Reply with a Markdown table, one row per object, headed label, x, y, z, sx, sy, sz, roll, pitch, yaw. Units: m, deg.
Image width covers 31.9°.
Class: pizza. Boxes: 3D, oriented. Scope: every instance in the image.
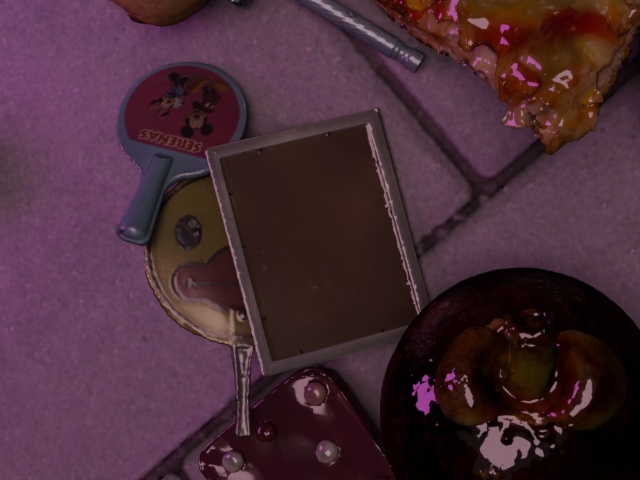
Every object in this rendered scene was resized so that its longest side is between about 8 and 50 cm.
| label | x | y | z | sx | sy | sz | roll | pitch | yaw |
| --- | --- | --- | --- | --- | --- | --- | --- | --- | --- |
| pizza | 0.230 | -0.273 | 1.124 | 0.439 | 0.130 | 0.406 | -19 | 50 | 20 |

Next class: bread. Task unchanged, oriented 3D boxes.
| label | x | y | z | sx | sy | sz | roll | pitch | yaw |
| --- | --- | --- | --- | --- | --- | --- | --- | --- | --- |
| bread | -0.124 | 0.038 | 1.330 | 0.074 | 0.053 | 0.132 | -33 | 85 | 5 |

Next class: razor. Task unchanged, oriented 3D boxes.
| label | x | y | z | sx | sy | sz | roll | pitch | yaw |
| --- | --- | --- | --- | --- | --- | --- | --- | --- | --- |
| razor | 0.018 | -0.266 | 1.296 | 0.232 | 0.068 | 0.106 | 31 | 97 | 4 |

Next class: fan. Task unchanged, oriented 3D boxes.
| label | x | y | z | sx | sy | sz | roll | pitch | yaw |
| --- | --- | --- | --- | --- | --- | --- | --- | --- | --- |
| fan | -0.088 | 0.056 | 1.291 | 0.229 | 0.011 | 0.335 | -1 | 80 | -6 |

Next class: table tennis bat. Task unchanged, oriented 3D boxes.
| label | x | y | z | sx | sy | sz | roll | pitch | yaw |
| --- | --- | --- | --- | --- | --- | --- | --- | --- | --- |
| table tennis bat | -0.176 | -0.104 | 1.302 | 0.153 | 0.040 | 0.244 | 16 | 67 | 9 |

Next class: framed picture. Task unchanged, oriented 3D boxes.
| label | x | y | z | sx | sy | sz | roll | pitch | yaw |
| --- | --- | --- | --- | --- | --- | --- | --- | --- | --- |
| framed picture | 0.000 | 0.000 | 1.288 | 0.217 | 0.017 | 0.274 | -12 | 87 | -11 |

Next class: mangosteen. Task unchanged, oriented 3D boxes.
| label | x | y | z | sx | sy | sz | roll | pitch | yaw |
| --- | --- | --- | --- | --- | --- | --- | --- | --- | --- |
| mangosteen | 0.213 | 0.171 | 1.151 | 0.297 | 0.293 | 0.297 | 4 | 82 | -28 |

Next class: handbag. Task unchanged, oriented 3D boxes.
| label | x | y | z | sx | sy | sz | roll | pitch | yaw |
| --- | --- | --- | --- | --- | --- | --- | --- | --- | --- |
| handbag | -0.016 | 0.276 | 1.282 | 0.203 | 0.074 | 0.216 | -39 | 70 | 12 |

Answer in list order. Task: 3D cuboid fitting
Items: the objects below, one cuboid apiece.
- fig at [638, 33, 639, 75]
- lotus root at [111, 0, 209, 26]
| label | x | y | z | sx | sy | sz | roll | pitch | yaw |
| --- | --- | --- | --- | --- | --- | --- | --- | --- | --- |
| fig | 0.388 | -0.230 | 1.170 | 0.217 | 0.217 | 0.321 | -45 | 65 | 9 |
| lotus root | -0.134 | -0.402 | 1.271 | 0.169 | 0.151 | 0.343 | 37 | 98 | 10 |
